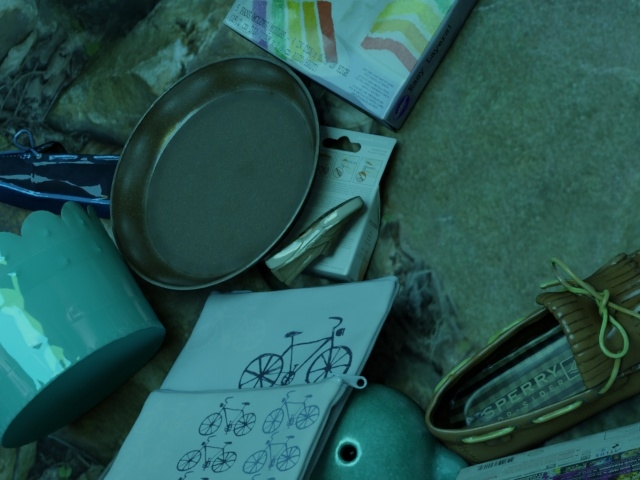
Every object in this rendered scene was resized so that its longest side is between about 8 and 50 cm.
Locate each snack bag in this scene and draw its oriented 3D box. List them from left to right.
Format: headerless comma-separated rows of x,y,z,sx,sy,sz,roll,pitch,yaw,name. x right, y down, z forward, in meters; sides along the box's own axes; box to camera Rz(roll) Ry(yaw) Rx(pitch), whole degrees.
-0.084,0.170,1.834,0.323,0.037,0.343,-7,44,44,snack bag

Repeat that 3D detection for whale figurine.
0.060,0.284,1.777,0.216,0.141,0.272,-21,72,5,whale figurine

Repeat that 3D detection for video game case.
0.238,0.255,1.641,0.232,0.210,0.042,-17,100,15,video game case

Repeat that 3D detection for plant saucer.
-0.122,-0.078,2.017,0.310,0.050,0.311,-16,60,29,plant saucer

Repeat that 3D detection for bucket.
-0.335,0.108,1.983,0.281,0.281,0.183,-40,77,14,bucket

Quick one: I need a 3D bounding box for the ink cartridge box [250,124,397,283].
0.009,-0.045,1.977,0.145,0.045,0.179,12,73,33,ink cartridge box

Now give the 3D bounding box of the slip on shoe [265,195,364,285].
0.000,0.000,1.913,0.135,0.051,0.041,-37,95,1,slip on shoe

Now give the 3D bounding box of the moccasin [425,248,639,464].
0.273,0.098,1.711,0.380,0.147,0.139,-30,63,19,moccasin

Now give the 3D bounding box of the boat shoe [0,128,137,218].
-0.350,-0.086,2.169,0.258,0.109,0.089,10,74,15,boat shoe

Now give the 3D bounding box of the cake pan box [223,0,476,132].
0.045,-0.301,1.984,0.267,0.070,0.246,35,92,22,cake pan box
